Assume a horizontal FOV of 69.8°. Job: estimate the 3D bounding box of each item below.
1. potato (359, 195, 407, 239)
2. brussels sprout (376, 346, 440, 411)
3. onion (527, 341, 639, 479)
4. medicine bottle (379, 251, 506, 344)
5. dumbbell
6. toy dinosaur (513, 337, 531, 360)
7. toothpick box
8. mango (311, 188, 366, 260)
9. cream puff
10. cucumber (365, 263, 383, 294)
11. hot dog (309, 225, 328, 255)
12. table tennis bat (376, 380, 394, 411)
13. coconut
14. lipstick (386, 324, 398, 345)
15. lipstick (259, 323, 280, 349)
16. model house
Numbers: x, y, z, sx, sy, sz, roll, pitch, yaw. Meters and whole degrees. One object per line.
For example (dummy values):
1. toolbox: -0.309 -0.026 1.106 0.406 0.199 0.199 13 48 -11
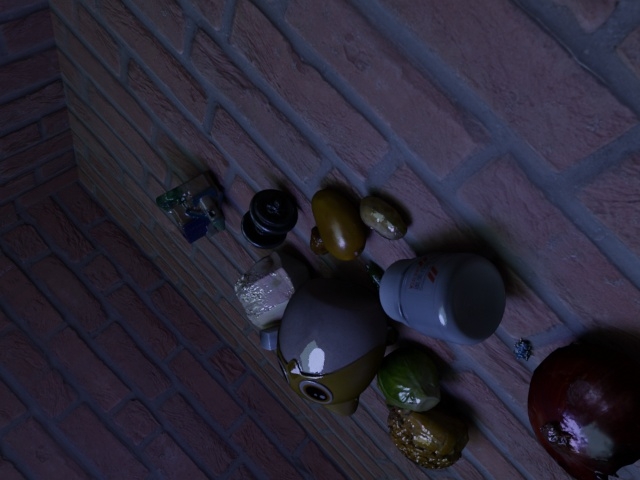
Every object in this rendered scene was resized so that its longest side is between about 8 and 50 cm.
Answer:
1. potato: 0.192 -0.068 1.406 0.170 0.080 0.107 34 138 17
2. brussels sprout: 0.339 0.525 1.722 0.271 0.219 0.210 47 162 57
3. onion: 0.680 0.413 1.138 0.341 0.341 0.342 31 144 26
4. medicine bottle: 0.337 0.156 1.315 0.245 0.245 0.306 58 155 -15
5. dumbbell: -0.197 -0.080 1.761 0.192 0.192 0.290 46 146 4
6. toy dinosaur: 0.605 0.331 1.380 0.047 0.030 0.083 20 138 39
7. toothpick box: 0.033 0.389 1.706 0.408 0.408 0.426 22 108 35
8. mango: 0.063 -0.053 1.525 0.175 0.139 0.255 -11 110 51
9. cream puff: 0.415 0.761 1.801 0.326 0.231 0.343 27 178 0
10. cucumber: 0.233 0.174 1.636 0.228 0.069 0.069 54 148 -1
11. hot dog: 0.000 0.002 1.730 0.099 0.065 0.147 38 158 16
12. table tennis bat: 0.361 0.766 2.134 0.321 0.050 0.198 54 150 -16
13. coconut: -0.181 0.199 1.952 0.298 0.309 0.297 55 -175 -8
14. lipstick: 0.227 0.410 1.877 0.080 0.080 0.241 47 148 3
15. lipstick: -0.078 0.370 1.930 0.079 0.371 0.076 1 98 52
16. model house: -0.564 -0.134 2.098 0.312 0.245 0.280 -1 120 62
